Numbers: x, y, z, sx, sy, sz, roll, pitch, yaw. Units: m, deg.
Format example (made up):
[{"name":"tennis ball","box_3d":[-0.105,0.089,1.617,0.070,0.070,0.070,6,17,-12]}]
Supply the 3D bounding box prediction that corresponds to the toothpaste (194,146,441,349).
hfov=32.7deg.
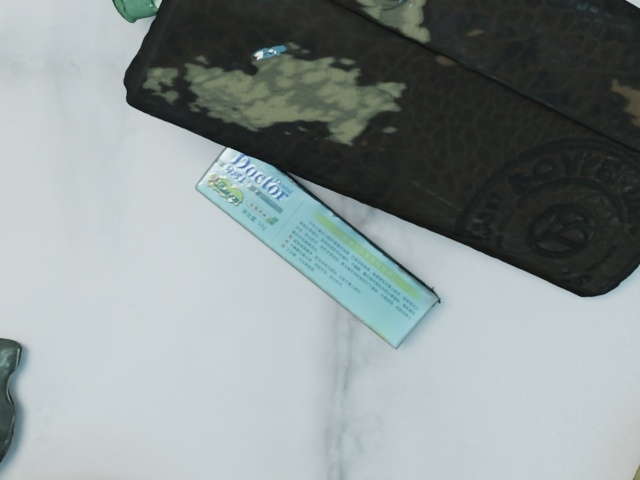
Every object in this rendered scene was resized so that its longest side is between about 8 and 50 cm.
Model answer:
[{"name":"toothpaste","box_3d":[0.000,0.000,0.676,0.164,0.034,0.046,39,97,-2]}]

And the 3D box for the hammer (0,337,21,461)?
[{"name":"hammer","box_3d":[-0.326,0.111,0.644,0.287,0.033,0.111,4,96,-26]}]

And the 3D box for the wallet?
[{"name":"wallet","box_3d":[0.069,-0.082,0.593,0.321,0.044,0.170,22,117,-18]}]

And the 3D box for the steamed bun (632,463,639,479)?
[{"name":"steamed bun","box_3d":[0.338,0.194,0.588,0.372,0.230,0.325,-39,96,4]}]

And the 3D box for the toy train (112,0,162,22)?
[{"name":"toy train","box_3d":[0.001,-0.204,0.620,0.269,0.115,0.154,-13,94,10]}]
